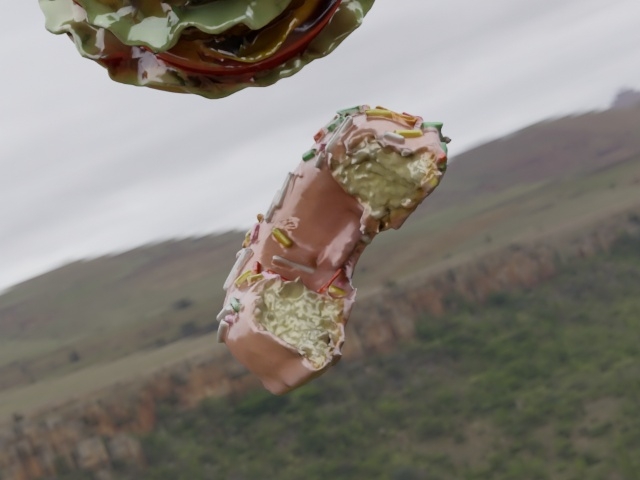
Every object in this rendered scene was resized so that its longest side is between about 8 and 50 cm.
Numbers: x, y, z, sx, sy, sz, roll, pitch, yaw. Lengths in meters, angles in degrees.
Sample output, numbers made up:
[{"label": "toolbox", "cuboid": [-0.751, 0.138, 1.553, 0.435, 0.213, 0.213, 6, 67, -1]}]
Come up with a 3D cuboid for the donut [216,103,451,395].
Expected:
[{"label": "donut", "cuboid": [0.000, 0.000, 1.146, 0.233, 0.085, 0.199, -60, 12, -6]}]

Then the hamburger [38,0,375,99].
[{"label": "hamburger", "cuboid": [-0.082, -0.228, 1.078, 0.274, 0.274, 0.212, -22, -21, -4]}]
